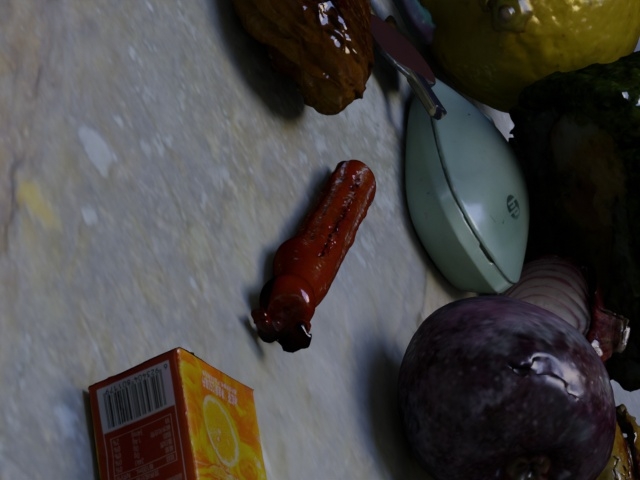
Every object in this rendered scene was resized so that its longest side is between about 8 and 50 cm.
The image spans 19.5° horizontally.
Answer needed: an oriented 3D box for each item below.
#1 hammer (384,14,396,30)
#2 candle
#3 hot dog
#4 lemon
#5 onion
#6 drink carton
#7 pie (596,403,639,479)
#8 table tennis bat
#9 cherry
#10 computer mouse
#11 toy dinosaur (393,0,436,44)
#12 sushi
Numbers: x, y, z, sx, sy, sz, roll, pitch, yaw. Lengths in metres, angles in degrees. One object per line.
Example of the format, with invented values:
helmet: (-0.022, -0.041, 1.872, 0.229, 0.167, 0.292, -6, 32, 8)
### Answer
hammer: (0.100, -0.196, 2.008, 0.123, 0.014, 0.029, 50, 33, -40)
candle: (0.000, 0.000, 1.524, 0.329, 0.048, 0.051, -63, 139, -65)
hot dog: (-0.007, -0.204, 1.645, 0.160, 0.099, 0.227, 57, 22, -21)
lemon: (0.233, -0.260, 2.069, 0.253, 0.253, 0.310, 64, 24, -5)
onion: (0.238, 0.112, 1.844, 0.206, 0.151, 0.098, -67, 146, -41)
drink carton: (-0.075, 0.186, 1.117, 0.096, 0.071, 0.222, 38, 35, -53)
pie: (0.320, 0.280, 1.918, 0.308, 0.085, 0.308, 50, 25, -34)
table tennis bat: (0.088, -0.178, 1.897, 0.095, 0.014, 0.158, 27, 25, -43)
cherry: (0.150, 0.132, 1.560, 0.195, 0.195, 0.195, 49, 27, -36)
computer mouse: (0.159, -0.063, 1.892, 0.159, 0.097, 0.288, 52, 26, -26)
toy dinosaur: (0.008, -0.308, 1.806, 0.330, 0.129, 0.383, 68, 24, -12)
sushi: (0.329, -0.025, 1.936, 0.178, 0.294, 0.351, -19, 108, -27)
